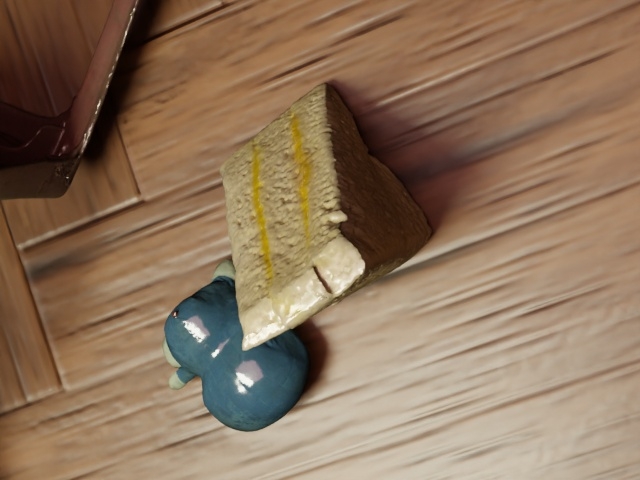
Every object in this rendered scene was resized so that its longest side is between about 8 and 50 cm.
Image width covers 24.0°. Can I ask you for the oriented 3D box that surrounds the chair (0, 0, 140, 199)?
[{"bbox_3d":[-0.228,-0.039,0.782,0.175,0.183,0.326,25,105,21],"label":"chair"}]

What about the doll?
[{"bbox_3d":[-0.048,0.063,0.796,0.083,0.050,0.076,43,108,11],"label":"doll"}]

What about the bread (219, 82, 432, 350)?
[{"bbox_3d":[-0.014,-0.016,0.730,0.077,0.152,0.105,-38,85,15],"label":"bread"}]
